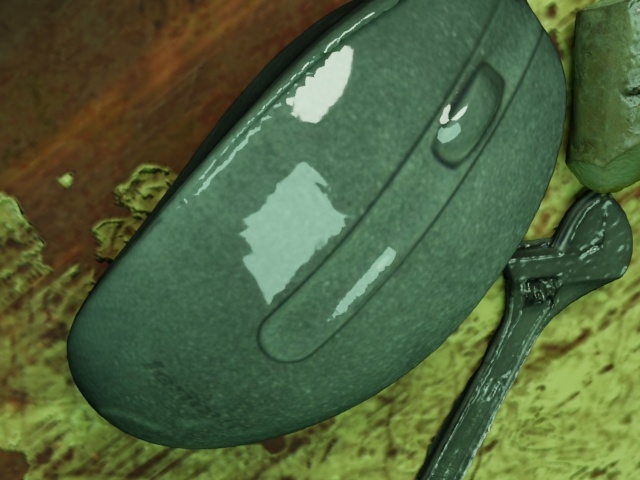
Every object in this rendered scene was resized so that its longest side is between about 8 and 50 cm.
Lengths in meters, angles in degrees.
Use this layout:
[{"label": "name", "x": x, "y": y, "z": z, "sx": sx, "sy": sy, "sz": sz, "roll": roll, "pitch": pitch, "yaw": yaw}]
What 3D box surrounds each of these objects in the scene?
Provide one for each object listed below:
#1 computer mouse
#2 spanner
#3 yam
[{"label": "computer mouse", "x": 0.002, "y": 0.002, "z": 0.746, "sx": 0.203, "sy": 0.114, "sz": 0.374, "roll": 37, "pitch": 105, "yaw": -25}, {"label": "spanner", "x": 0.124, "y": 0.101, "z": 0.875, "sx": 0.093, "sy": 0.026, "sz": 0.325, "roll": 15, "pitch": 116, "yaw": -19}, {"label": "yam", "x": 0.188, "y": -0.092, "z": 0.756, "sx": 0.069, "sy": 0.070, "sz": 0.146, "roll": -7, "pitch": 118, "yaw": -8}]
